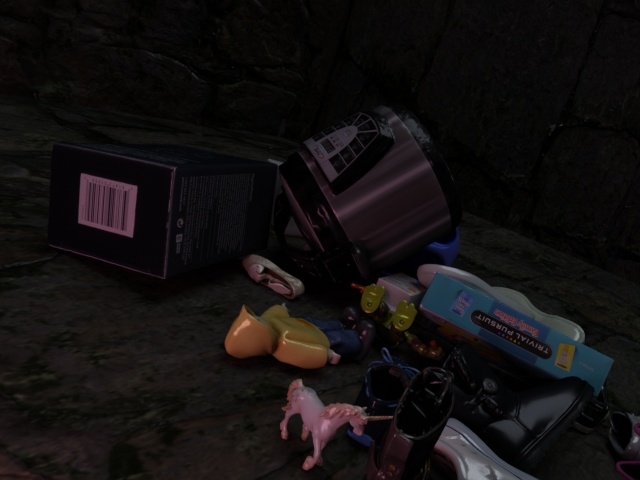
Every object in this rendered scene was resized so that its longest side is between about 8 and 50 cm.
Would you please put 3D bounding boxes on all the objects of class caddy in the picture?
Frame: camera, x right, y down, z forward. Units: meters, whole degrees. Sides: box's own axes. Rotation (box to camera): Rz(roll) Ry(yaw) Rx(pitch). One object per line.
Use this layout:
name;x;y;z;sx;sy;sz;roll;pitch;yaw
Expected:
caddy;0.225;-0.019;1.690;0.341;0.241;0.179;20;9;7

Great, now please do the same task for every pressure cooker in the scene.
pressure cooker;0.086;-0.088;1.440;0.376;0.420;0.370;61;0;4

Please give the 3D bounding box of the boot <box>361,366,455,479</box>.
boot;0.099;0.242;0.654;0.091;0.229;0.263;23;16;16

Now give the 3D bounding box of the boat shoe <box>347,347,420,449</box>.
boat shoe;0.118;0.240;0.948;0.109;0.089;0.258;20;15;6

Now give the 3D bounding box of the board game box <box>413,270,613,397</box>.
board game box;0.351;0.192;1.157;0.336;0.079;0.254;27;-10;11

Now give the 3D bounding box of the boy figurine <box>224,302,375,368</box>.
boy figurine;-0.045;0.160;1.042;0.285;0.092;0.177;10;20;-38

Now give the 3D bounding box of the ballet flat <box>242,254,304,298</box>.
ballet flat;-0.113;0.079;1.309;0.168;0.057;0.052;24;26;20

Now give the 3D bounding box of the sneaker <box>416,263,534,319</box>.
sneaker;0.338;0.157;1.327;0.290;0.123;0.106;28;-21;1

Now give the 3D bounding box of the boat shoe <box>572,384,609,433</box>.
boat shoe;0.554;0.318;1.203;0.084;0.079;0.233;25;15;28

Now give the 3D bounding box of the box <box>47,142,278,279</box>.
box;-0.317;-0.083;1.260;0.293;0.212;0.395;13;13;22

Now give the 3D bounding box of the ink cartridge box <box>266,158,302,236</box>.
ink cartridge box;-0.100;-0.132;1.825;0.100;0.172;0.237;8;19;-33

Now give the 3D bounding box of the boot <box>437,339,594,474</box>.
boot;0.300;0.236;0.951;0.246;0.094;0.207;-30;67;-33

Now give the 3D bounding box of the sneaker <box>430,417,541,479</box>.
sneaker;0.220;0.337;0.768;0.091;0.094;0.258;-15;28;-32

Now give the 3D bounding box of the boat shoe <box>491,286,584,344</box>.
boat shoe;0.499;0.207;1.428;0.109;0.091;0.305;-37;36;-16

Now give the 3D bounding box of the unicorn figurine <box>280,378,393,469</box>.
unicorn figurine;0.001;0.239;0.775;0.161;0.111;0.060;29;18;35

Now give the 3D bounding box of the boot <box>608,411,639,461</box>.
boot;0.610;0.351;1.111;0.123;0.095;0.258;29;18;12

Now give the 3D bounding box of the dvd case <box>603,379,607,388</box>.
dvd case;0.586;0.288;1.447;0.221;0.018;0.164;24;17;20

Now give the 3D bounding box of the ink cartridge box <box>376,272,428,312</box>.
ink cartridge box;0.180;0.139;1.365;0.092;0.090;0.143;27;17;28

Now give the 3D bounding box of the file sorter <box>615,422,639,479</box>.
file sorter;0.568;0.314;0.840;0.202;0.291;0.182;10;14;-27

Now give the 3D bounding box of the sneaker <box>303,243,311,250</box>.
sneaker;0.000;0.000;1.678;0.051;0.070;0.134;27;19;23

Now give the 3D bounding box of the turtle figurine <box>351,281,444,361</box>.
turtle figurine;0.134;0.159;1.192;0.269;0.087;0.217;43;-7;25
